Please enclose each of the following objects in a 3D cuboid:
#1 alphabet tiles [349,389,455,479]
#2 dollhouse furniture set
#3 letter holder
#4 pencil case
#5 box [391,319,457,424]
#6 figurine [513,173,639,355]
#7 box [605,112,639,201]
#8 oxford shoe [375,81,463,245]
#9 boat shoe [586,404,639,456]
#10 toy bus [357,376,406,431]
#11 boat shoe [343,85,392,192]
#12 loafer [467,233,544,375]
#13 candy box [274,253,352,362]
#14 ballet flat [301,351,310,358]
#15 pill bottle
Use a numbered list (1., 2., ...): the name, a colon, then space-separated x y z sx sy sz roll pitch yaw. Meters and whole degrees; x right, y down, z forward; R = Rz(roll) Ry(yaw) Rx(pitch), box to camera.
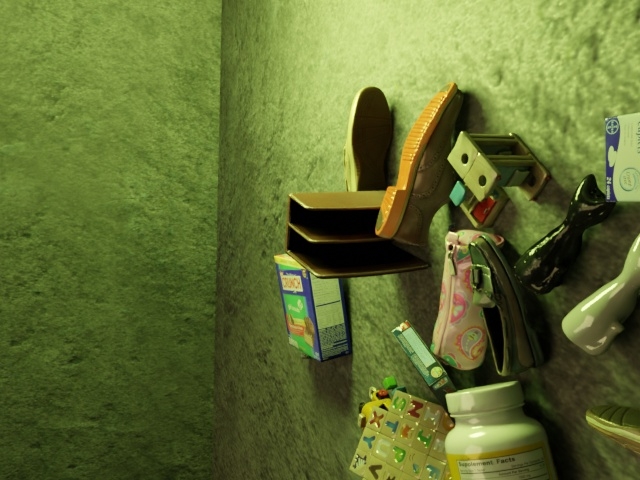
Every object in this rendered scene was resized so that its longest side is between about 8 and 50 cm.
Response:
1. alphabet tiles: 0.203 0.511 1.360 0.342 0.011 0.285 3 65 56
2. dollhouse furniture set: 0.311 -0.092 1.105 0.184 0.129 0.129 111 145 -41
3. letter holder: 0.095 -0.018 1.382 0.214 0.301 0.152 -143 53 -59
4. pencil case: 0.294 0.115 1.188 0.124 0.124 0.284 -145 54 -60
5. box: 0.245 0.294 1.253 0.233 0.044 0.159 55 180 -43
6. figurine: 0.433 0.036 0.918 0.215 0.092 0.209 61 141 42
7. box: 0.476 -0.118 0.808 0.137 0.072 0.126 -174 80 -65
8. oxford shoe: 0.244 -0.161 1.280 0.130 0.132 0.364 -94 25 -74
9. boat shoe: 0.485 0.302 0.868 0.190 0.068 0.072 3 108 65
10. toy bus: 0.154 0.481 1.569 0.202 0.104 0.191 131 131 -57
11. boat shoe: 0.108 -0.233 1.540 0.110 0.121 0.341 -149 57 -60
12. loafer: 0.322 0.123 1.063 0.096 0.084 0.268 -156 41 -84
13. candy box: -0.028 0.199 1.869 0.268 0.122 0.317 6 106 65
14. ballet flat: -0.047 0.371 2.085 0.041 0.041 0.114 -168 75 -65
15. pill bottle: 0.336 0.438 1.063 0.188 0.187 0.334 142 121 -61
